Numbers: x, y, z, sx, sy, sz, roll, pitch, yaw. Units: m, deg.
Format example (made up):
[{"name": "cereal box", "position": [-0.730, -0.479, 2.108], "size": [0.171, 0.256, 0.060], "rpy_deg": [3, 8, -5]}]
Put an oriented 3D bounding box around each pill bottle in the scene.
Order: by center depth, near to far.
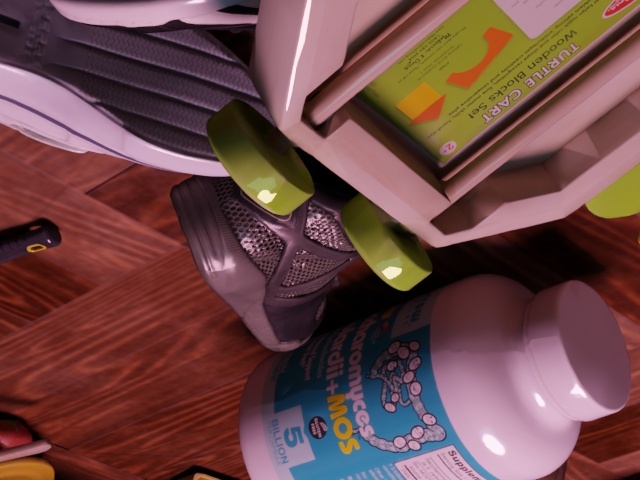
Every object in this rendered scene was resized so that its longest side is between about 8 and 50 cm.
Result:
[{"name": "pill bottle", "position": [0.080, 0.112, 1.012], "size": [0.264, 0.146, 0.146], "rpy_deg": [-24, 140, 33]}]

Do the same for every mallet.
[{"name": "mallet", "position": [-0.266, 0.019, 0.981], "size": [0.190, 0.039, 0.062], "rpy_deg": [-22, 145, 26]}]

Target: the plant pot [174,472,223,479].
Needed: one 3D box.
[{"name": "plant pot", "position": [-0.114, 0.266, 1.330], "size": [0.081, 0.081, 0.083], "rpy_deg": [25, 154, -33]}]

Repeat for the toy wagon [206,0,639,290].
[{"name": "toy wagon", "position": [0.114, -0.084, 0.695], "size": [0.267, 0.068, 0.344], "rpy_deg": [-38, 146, 14]}]

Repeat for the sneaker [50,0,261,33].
[{"name": "sneaker", "position": [-0.017, -0.116, 0.711], "size": [0.217, 0.079, 0.121], "rpy_deg": [-10, 145, 14]}]

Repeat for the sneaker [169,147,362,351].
[{"name": "sneaker", "position": [0.000, 0.000, 0.886], "size": [0.130, 0.087, 0.227], "rpy_deg": [-22, 158, 3]}]

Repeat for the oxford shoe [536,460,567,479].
[{"name": "oxford shoe", "position": [0.091, 0.191, 1.187], "size": [0.227, 0.096, 0.083], "rpy_deg": [-11, 148, 22]}]

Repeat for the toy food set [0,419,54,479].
[{"name": "toy food set", "position": [-0.300, 0.195, 1.240], "size": [0.128, 0.071, 0.218], "rpy_deg": [-15, 155, -21]}]

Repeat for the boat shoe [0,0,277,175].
[{"name": "boat shoe", "position": [-0.134, -0.091, 0.772], "size": [0.226, 0.083, 0.076], "rpy_deg": [24, 157, -17]}]
